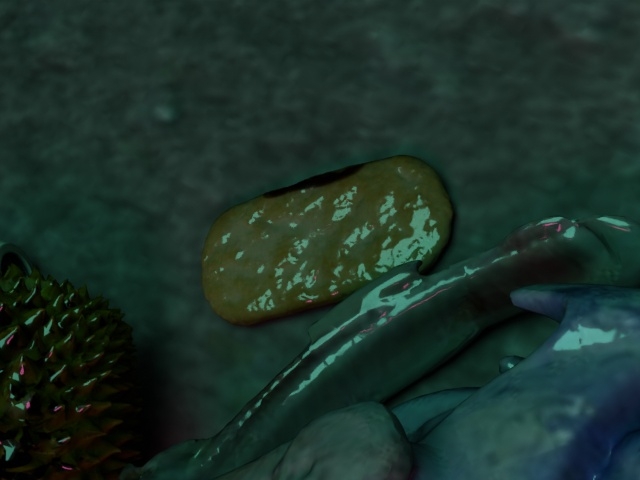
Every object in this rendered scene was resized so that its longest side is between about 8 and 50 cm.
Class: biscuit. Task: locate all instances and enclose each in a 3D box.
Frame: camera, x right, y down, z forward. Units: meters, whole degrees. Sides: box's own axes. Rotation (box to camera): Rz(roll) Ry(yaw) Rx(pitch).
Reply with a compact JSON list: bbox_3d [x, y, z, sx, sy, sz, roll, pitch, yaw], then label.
[{"bbox_3d":[0.000,0.000,0.728,0.147,0.018,0.071,-16,67,21],"label":"biscuit"}]

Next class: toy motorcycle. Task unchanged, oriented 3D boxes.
[{"bbox_3d":[0.045,0.099,0.569,0.319,0.182,0.241,-25,62,20],"label":"toy motorcycle"}]

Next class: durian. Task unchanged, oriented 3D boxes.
[{"bbox_3d":[-0.185,0.126,0.691,0.193,0.138,0.237,0,83,5],"label":"durian"}]

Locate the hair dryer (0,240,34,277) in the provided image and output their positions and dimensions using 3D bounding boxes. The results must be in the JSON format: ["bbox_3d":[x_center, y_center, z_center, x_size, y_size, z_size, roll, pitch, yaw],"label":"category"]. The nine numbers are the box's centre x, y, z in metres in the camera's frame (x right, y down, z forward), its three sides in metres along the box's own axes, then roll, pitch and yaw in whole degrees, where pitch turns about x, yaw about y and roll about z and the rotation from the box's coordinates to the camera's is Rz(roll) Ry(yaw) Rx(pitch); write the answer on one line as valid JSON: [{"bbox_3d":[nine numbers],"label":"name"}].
[{"bbox_3d":[-0.200,0.074,0.795,0.082,0.047,0.137,-17,70,21],"label":"hair dryer"}]
